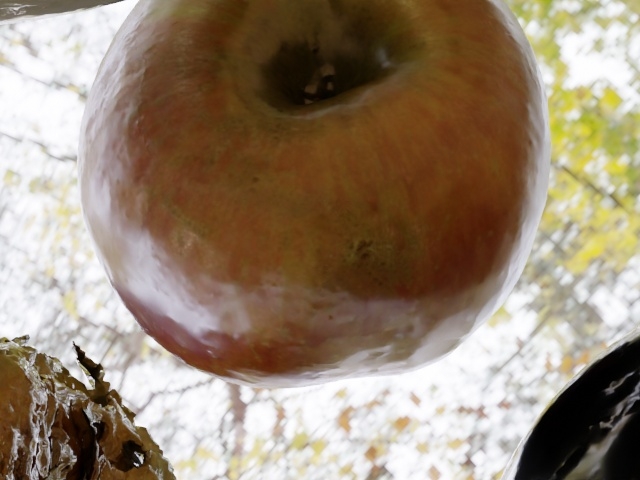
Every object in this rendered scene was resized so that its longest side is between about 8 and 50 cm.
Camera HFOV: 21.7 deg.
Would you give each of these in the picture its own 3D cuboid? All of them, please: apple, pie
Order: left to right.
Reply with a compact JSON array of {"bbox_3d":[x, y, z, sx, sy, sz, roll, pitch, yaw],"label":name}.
[{"bbox_3d":[-0.186,0.210,1.180,0.308,0.085,0.308,40,-139,-47],"label":"pie"},{"bbox_3d":[-0.003,-0.038,0.992,0.277,0.250,0.309,23,-129,14],"label":"apple"}]

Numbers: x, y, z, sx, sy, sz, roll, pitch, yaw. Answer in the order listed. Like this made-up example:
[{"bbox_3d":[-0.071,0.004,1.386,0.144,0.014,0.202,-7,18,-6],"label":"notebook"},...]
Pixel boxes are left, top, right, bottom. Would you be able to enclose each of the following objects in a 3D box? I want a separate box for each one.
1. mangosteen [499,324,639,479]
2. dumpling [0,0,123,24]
[{"bbox_3d":[0.258,0.180,0.787,0.382,0.382,0.435,41,-155,4],"label":"mangosteen"},{"bbox_3d":[-0.121,-0.234,0.775,0.341,0.260,0.181,-5,-151,-26],"label":"dumpling"}]
